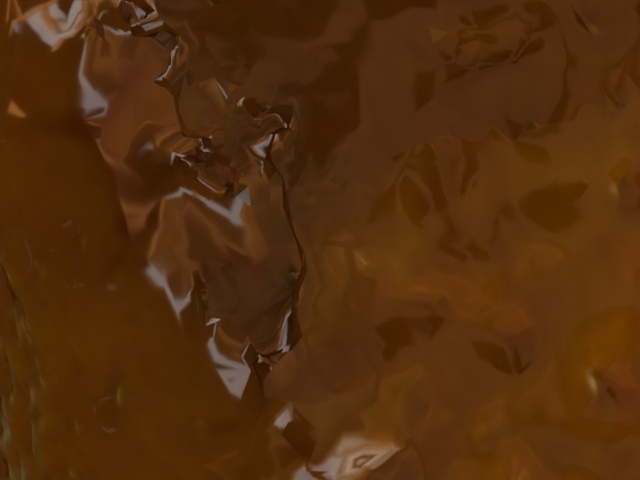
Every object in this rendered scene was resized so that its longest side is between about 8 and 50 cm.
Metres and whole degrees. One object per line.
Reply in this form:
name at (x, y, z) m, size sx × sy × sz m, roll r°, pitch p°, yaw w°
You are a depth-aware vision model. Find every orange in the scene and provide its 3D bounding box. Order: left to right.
orange at (0.000, 0.000, 0.525) m, size 0.293 × 0.340 × 0.340 m, roll -16°, pitch -119°, yaw -39°
